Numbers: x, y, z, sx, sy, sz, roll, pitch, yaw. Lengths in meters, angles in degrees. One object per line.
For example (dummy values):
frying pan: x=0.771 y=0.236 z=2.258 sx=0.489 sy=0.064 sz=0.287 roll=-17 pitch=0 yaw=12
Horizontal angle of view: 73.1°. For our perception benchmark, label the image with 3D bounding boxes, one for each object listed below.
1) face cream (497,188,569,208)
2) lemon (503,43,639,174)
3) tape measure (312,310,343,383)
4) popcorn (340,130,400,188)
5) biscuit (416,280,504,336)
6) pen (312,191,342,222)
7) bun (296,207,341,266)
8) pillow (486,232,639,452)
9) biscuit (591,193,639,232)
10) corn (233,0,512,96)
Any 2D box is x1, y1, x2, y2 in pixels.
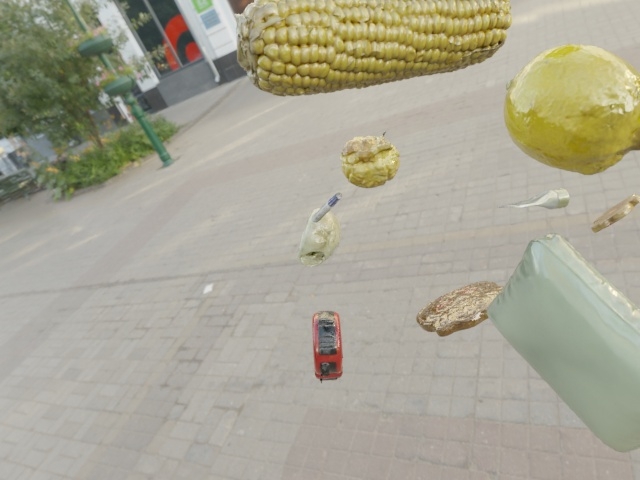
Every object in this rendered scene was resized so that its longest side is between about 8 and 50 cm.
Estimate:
face cream: x=0.745 y=-0.134 z=1.501 sx=0.223 sy=0.070 sz=0.114 roll=-8 pitch=5 yaw=-9
lemon: x=0.539 y=-0.275 z=0.914 sx=0.245 sy=0.245 sz=0.319 roll=-36 pitch=56 yaw=-19
tape measure: x=0.028 y=0.395 z=1.629 sx=0.113 sy=0.260 sz=0.254 roll=-3 pitch=67 yaw=-1
popcorn: x=0.144 y=-0.233 z=1.248 sx=0.179 sy=0.170 sz=0.180 roll=5 pitch=18 yaw=-2
biscuit: x=0.431 y=0.201 z=1.328 sx=0.272 sy=0.049 sz=0.257 roll=-29 pitch=7 yaw=-4
pen: x=0.017 y=-0.093 z=1.233 sx=0.025 sy=0.025 sz=0.204 roll=-39 pitch=0 yaw=-25
bun: x=0.000 y=0.000 z=1.438 sx=0.127 sy=0.178 sz=0.193 roll=20 pitch=61 yaw=1
pillow: x=0.434 y=0.169 z=0.707 sx=0.119 sy=0.256 sz=0.322 roll=-23 pitch=54 yaw=-19
biscuit: x=0.997 y=-0.089 z=1.455 sx=0.225 sy=0.036 sz=0.166 roll=-24 pitch=-15 yaw=-44
corn: x=0.059 y=-0.207 z=0.442 sx=0.292 sy=0.107 sz=0.106 roll=-10 pitch=26 yaw=-12
